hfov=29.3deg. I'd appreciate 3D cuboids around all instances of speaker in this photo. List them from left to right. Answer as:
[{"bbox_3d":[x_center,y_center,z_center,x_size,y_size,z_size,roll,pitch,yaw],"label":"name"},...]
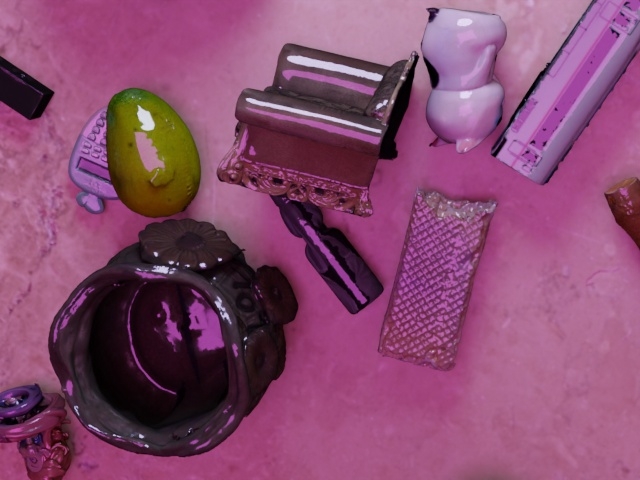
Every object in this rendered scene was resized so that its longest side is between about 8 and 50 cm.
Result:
[{"bbox_3d":[-0.458,-0.235,1.672,0.191,0.040,0.046,33,105,1],"label":"speaker"}]

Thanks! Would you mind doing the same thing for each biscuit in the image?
[{"bbox_3d":[0.152,0.050,1.617,0.108,0.062,0.239,14,103,4],"label":"biscuit"}]

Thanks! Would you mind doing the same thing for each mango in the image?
[{"bbox_3d":[-0.225,-0.115,1.617,0.119,0.100,0.178,-23,101,-18],"label":"mango"}]

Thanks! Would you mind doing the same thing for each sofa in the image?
[{"bbox_3d":[0.004,-0.165,1.504,0.200,0.258,0.182,13,116,8],"label":"sofa"}]

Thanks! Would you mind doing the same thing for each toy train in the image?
[{"bbox_3d":[0.356,-0.257,1.512,0.088,0.086,0.407,33,104,3],"label":"toy train"}]

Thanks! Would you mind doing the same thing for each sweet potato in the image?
[{"bbox_3d":[0.447,0.049,1.569,0.067,0.059,0.281,-31,99,-22],"label":"sweet potato"}]

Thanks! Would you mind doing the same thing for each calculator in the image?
[{"bbox_3d":[-0.293,-0.110,1.678,0.095,0.021,0.153,23,103,4],"label":"calculator"}]

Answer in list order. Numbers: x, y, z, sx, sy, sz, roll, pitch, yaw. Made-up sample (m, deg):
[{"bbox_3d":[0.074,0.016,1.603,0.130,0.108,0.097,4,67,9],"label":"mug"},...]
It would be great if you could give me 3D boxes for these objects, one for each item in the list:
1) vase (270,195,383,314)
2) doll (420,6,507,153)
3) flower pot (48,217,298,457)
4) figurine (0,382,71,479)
[{"bbox_3d":[0.000,0.000,1.631,0.060,0.060,0.211,-37,94,14],"label":"vase"},{"bbox_3d":[0.182,-0.206,1.539,0.107,0.110,0.181,-9,105,-10],"label":"doll"},{"bbox_3d":[-0.185,0.126,1.607,0.302,0.213,0.302,2,101,10],"label":"flower pot"},{"bbox_3d":[-0.398,0.271,1.732,0.126,0.114,0.157,-4,134,44],"label":"figurine"}]
